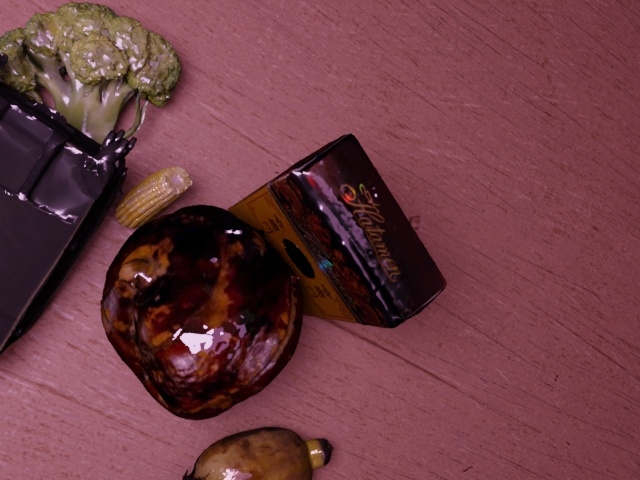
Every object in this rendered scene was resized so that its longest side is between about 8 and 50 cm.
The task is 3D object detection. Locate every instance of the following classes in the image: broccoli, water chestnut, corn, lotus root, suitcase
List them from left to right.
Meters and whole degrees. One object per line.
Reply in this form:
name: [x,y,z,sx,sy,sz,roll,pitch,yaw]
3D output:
suitcase: [-0.492,-0.037,0.847,0.283,0.194,0.434,33,95,-14]
broccoli: [-0.394,-0.258,0.939,0.254,0.186,0.302,41,69,-22]
corn: [-0.285,-0.074,0.978,0.085,0.165,0.063,-22,87,-51]
water chestnut: [-0.179,0.128,0.966,0.335,0.347,0.335,-7,60,13]
lotus root: [-0.116,0.426,1.037,0.314,0.141,0.169,-7,93,-31]

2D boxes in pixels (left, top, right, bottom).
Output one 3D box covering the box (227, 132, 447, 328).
box: [0.001,0.000,0.954,0.116,0.415,0.264,-36,100,-19]
